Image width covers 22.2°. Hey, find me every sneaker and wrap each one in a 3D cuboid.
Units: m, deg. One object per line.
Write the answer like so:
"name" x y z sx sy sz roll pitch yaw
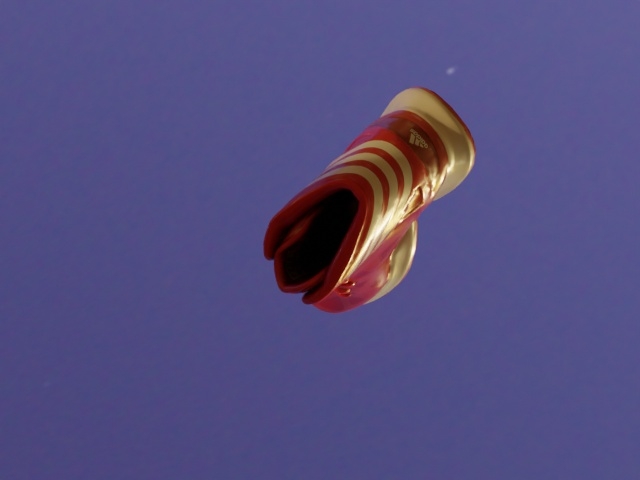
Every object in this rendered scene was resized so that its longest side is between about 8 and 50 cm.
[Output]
"sneaker" 0.000 0.000 0.991 0.128 0.221 0.087 -36 -106 -32
